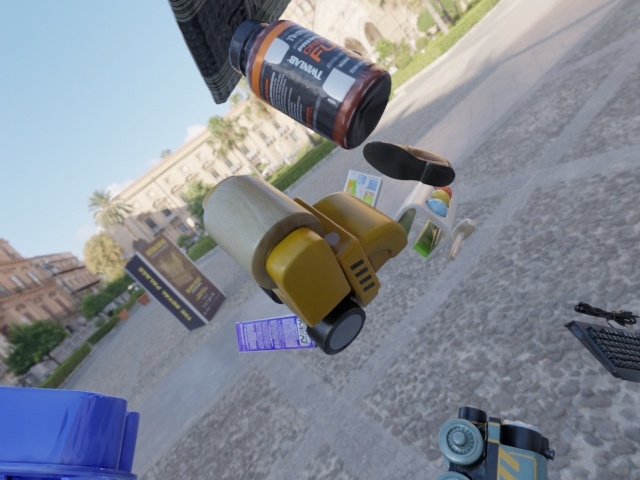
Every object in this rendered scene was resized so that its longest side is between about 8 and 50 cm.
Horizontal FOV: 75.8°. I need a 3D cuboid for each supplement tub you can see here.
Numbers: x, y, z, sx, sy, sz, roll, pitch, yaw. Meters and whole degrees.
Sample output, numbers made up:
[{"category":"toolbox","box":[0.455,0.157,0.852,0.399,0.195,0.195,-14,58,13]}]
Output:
[{"category":"supplement tub","box":[-0.018,-0.202,0.513,0.106,0.198,0.106,-51,-16,-21]}]

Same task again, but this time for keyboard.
[{"category":"keyboard","box":[0.573,0.182,0.755,0.033,0.318,0.201,-64,26,26]}]

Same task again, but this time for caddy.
[{"category":"caddy","box":[-0.507,0.390,0.756,0.241,0.342,0.179,103,170,-55]}]

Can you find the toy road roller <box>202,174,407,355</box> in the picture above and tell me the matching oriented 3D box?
[{"category":"toy road roller","box":[0.000,0.000,0.659,0.240,0.329,0.203,-45,52,-11]}]

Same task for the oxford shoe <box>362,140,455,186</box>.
[{"category":"oxford shoe","box":[0.195,-0.181,0.927,0.076,0.213,0.076,-83,14,-48]}]

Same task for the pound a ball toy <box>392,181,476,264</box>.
[{"category":"pound a ball toy","box":[0.310,-0.052,1.049,0.135,0.208,0.319,-55,-6,29]}]

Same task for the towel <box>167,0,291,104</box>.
[{"category":"towel","box":[-0.128,-0.432,0.669,0.324,0.056,0.312,-60,-7,-11]}]

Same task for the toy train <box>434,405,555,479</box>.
[{"category":"toy train","box":[0.285,0.453,0.682,0.191,0.142,0.333,3,51,24]}]

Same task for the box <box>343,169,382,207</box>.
[{"category":"box","box":[0.128,-0.120,1.384,0.103,0.114,0.202,3,-78,-79]}]

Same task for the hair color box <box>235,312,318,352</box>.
[{"category":"hair color box","box":[-0.089,0.283,1.302,0.339,0.109,0.185,-14,-9,39]}]

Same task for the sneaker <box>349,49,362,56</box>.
[{"category":"sneaker","box":[0.012,-0.401,0.906,0.188,0.066,0.078,-5,-10,-23]}]
